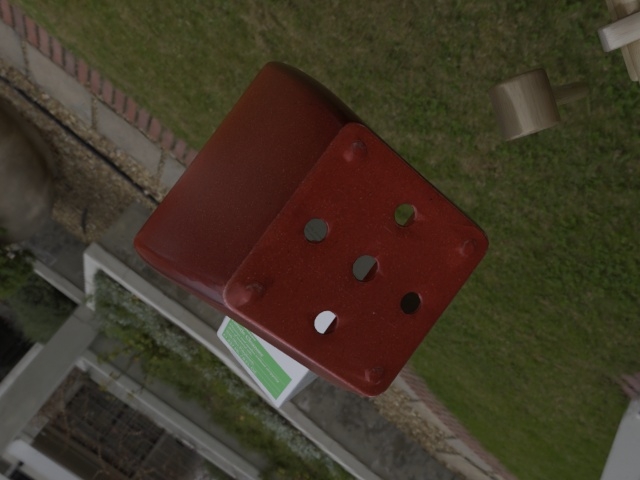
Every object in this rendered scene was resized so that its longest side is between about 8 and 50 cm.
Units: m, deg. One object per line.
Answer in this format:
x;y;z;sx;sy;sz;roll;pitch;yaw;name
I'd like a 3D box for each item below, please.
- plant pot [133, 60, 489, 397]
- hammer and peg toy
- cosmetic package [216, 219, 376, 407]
0.000;0.000;0.587;0.267;0.267;0.236;37;179;-22;plant pot
0.343;-0.227;0.558;0.361;0.266;0.127;-18;100;30;hammer and peg toy
-0.022;0.106;1.016;0.197;0.155;0.365;46;136;16;cosmetic package
